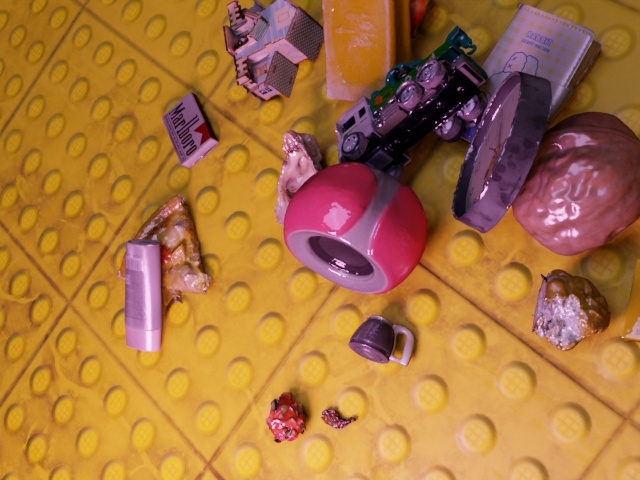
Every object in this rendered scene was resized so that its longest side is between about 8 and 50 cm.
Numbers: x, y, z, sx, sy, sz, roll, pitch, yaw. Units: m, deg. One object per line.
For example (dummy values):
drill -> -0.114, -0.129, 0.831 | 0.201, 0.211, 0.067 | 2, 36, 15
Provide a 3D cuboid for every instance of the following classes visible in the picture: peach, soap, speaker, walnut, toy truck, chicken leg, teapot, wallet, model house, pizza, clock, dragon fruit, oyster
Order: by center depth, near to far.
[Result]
walnut -> 0.481, -0.109, 1.650 | 0.273, 0.273, 0.227 | -34, 91, 19
clock -> 0.333, -0.167, 1.669 | 0.061, 0.312, 0.312 | 21, 85, -5
speaker -> 0.064, -0.026, 1.840 | 0.294, 0.294, 0.294 | -10, 69, 29
wallet -> 0.414, -0.319, 1.852 | 0.223, 0.077, 0.309 | 37, 100, 35
teapot -> 0.129, 0.208, 1.871 | 0.090, 0.124, 0.092 | -64, 12, -19
toy truck -> 0.193, -0.279, 1.880 | 0.363, 0.176, 0.178 | -41, 39, 23
chicken leg -> 0.036, 0.381, 1.897 | 0.083, 0.021, 0.036 | 13, 72, 34
dragon fruit -> -0.075, 0.380, 1.933 | 0.081, 0.086, 0.116 | 116, 146, -48
soap -> 0.100, -0.469, 1.999 | 0.199, 0.091, 0.314 | 12, 114, 35
peach -> 0.187, -0.533, 2.051 | 0.118, 0.151, 0.151 | 30, 92, -9
oyster -> -0.034, -0.140, 2.074 | 0.162, 0.107, 0.232 | -12, 86, 27
model house -> -0.107, -0.500, 2.184 | 0.206, 0.178, 0.271 | -20, 62, 24
pizza -> -0.364, 0.037, 2.227 | 0.288, 0.075, 0.280 | 35, 95, 35

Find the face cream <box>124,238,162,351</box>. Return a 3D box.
face cream -> -0.435, 0.134, 2.188 | 0.107, 0.073, 0.269 | 10, 102, 38

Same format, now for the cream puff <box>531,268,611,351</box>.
cream puff -> 0.464, 0.129, 1.657 | 0.156, 0.121, 0.156 | 18, 128, 25

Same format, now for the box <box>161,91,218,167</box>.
box -> -0.343, -0.290, 2.342 | 0.115, 0.036, 0.177 | -36, 59, 17

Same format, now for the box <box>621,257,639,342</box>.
box -> 0.684, 0.124, 1.564 | 0.279, 0.041, 0.153 | 8, 78, 34
